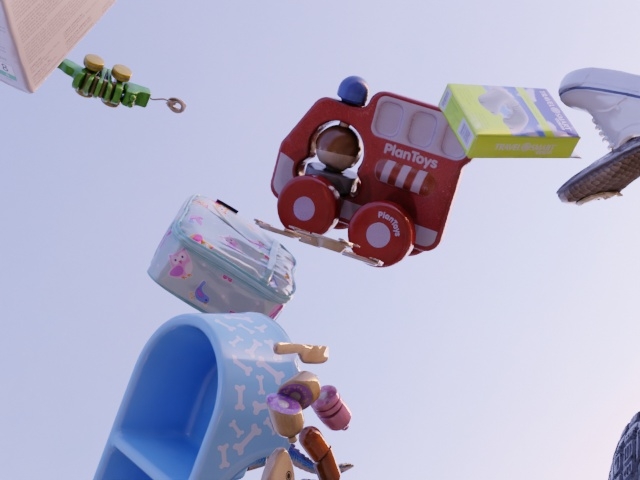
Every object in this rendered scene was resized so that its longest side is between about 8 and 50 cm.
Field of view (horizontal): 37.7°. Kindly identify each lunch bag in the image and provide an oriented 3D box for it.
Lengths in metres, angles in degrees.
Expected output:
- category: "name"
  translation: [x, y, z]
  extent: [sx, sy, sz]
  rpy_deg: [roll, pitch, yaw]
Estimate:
- category: "lunch bag"
  translation: [-0.139, 0.036, 1.460]
  extent: [0.224, 0.279, 0.108]
  rpy_deg: [30, -76, -7]

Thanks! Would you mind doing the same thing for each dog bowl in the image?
- category: "dog bowl"
  translation: [-0.122, 0.198, 0.801]
  extent: [0.074, 0.166, 0.297]
  rpy_deg: [19, -89, -41]

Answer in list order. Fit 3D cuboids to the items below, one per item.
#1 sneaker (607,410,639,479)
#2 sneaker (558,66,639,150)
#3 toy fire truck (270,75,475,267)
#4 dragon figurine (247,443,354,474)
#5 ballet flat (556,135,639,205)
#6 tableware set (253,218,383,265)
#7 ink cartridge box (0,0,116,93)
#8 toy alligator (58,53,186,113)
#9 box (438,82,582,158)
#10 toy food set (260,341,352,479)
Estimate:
- category: "sneaker"
  translation: [0.324, 0.170, 0.742]
  extent: [0.109, 0.130, 0.286]
  rpy_deg: [-62, -4, -46]
- category: "sneaker"
  translation: [0.354, -0.143, 1.085]
  extent: [0.094, 0.258, 0.091]
  rpy_deg: [16, -84, -22]
- category: "toy fire truck"
  translation: [0.079, -0.112, 1.443]
  extent: [0.169, 0.302, 0.254]
  rpy_deg: [-15, -56, -65]
- category: "dragon figurine"
  translation: [-0.098, 0.211, 1.181]
  extent: [0.085, 0.289, 0.144]
  rpy_deg: [24, -106, -71]
- category: "ballet flat"
  translation: [0.347, -0.087, 0.891]
  extent: [0.249, 0.058, 0.084]
  rpy_deg: [-27, 3, 13]
- category: "tableware set"
  translation: [0.000, 0.000, 1.251]
  extent: [0.141, 0.168, 0.020]
  rpy_deg: [21, -94, -61]
- category: "ink cartridge box"
  translation: [-0.259, -0.276, 0.875]
  extent: [0.181, 0.056, 0.225]
  rpy_deg: [-59, -16, -31]
- category: "toy alligator"
  translation: [-0.277, -0.206, 1.297]
  extent: [0.189, 0.051, 0.056]
  rpy_deg: [19, -55, -17]
- category: "box"
  translation: [0.256, -0.156, 1.233]
  extent: [0.178, 0.109, 0.042]
  rpy_deg: [-1, -43, -22]
- category: "toy food set"
  translation: [-0.005, 0.123, 0.558]
  extent: [0.078, 0.019, 0.122]
  rpy_deg: [13, -105, -55]
